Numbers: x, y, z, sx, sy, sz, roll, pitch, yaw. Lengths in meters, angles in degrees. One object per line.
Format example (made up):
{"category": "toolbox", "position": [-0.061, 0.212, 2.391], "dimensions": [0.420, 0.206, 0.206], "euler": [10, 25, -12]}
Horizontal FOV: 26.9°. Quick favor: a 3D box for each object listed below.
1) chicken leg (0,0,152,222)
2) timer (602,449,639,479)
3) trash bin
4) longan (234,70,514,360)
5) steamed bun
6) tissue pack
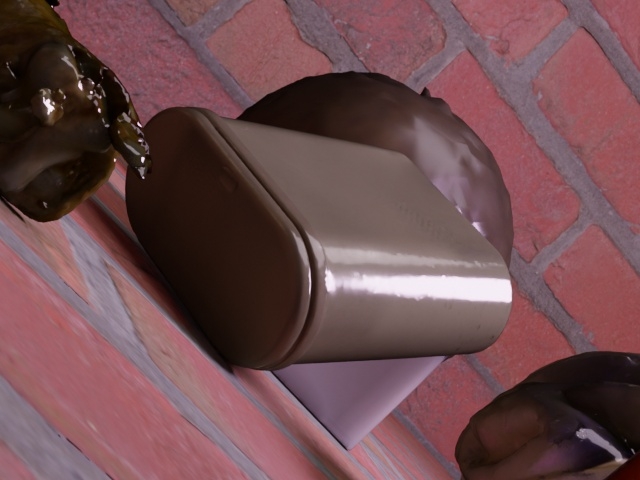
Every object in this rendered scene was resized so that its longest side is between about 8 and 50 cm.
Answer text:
{"category": "chicken leg", "position": [-0.212, -0.159, 0.772], "dimensions": [0.201, 0.153, 0.429], "euler": [30, 20, -49]}
{"category": "timer", "position": [0.231, 0.223, 0.706], "dimensions": [0.250, 0.257, 0.161], "euler": [49, 6, 1]}
{"category": "trash bin", "position": [0.000, 0.000, 1.065], "dimensions": [0.247, 0.121, 0.243], "euler": [4, 35, -44]}
{"category": "longan", "position": [0.055, -0.034, 1.797], "dimensions": [0.436, 0.404, 0.404], "euler": [51, 0, 16]}
{"category": "steamed bun", "position": [0.214, 0.189, 0.972], "dimensions": [0.320, 0.275, 0.206], "euler": [19, -53, 60]}
{"category": "tissue pack", "position": [-0.016, 0.054, 1.294], "dimensions": [0.246, 0.136, 0.159], "euler": [47, -1, -15]}
